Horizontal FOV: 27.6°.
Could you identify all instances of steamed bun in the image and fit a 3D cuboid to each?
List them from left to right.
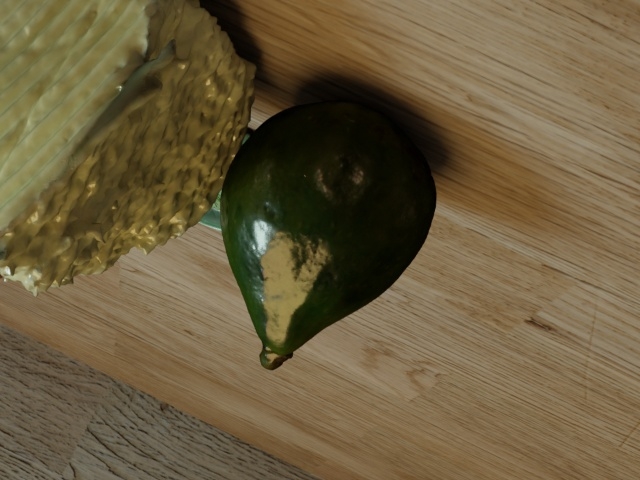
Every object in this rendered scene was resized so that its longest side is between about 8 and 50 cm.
[{"bbox_3d":[-0.206,-0.095,1.134,0.273,0.290,0.272,36,174,29],"label":"steamed bun"}]

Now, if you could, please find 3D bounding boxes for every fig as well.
[{"bbox_3d":[0.000,0.000,1.169,0.195,0.245,0.195,13,172,2],"label":"fig"}]

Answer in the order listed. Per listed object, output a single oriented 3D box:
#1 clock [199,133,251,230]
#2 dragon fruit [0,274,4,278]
[{"bbox_3d":[-0.122,-0.065,1.417,0.159,0.066,0.211,22,161,12],"label":"clock"},{"bbox_3d":[-0.364,-0.079,1.452,0.250,0.250,0.315,14,174,30],"label":"dragon fruit"}]
